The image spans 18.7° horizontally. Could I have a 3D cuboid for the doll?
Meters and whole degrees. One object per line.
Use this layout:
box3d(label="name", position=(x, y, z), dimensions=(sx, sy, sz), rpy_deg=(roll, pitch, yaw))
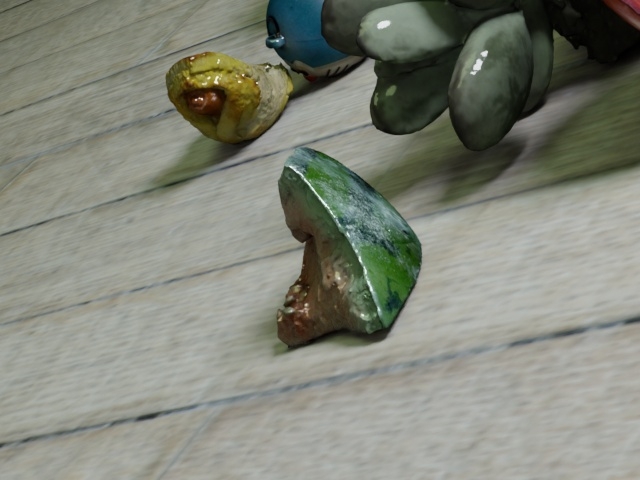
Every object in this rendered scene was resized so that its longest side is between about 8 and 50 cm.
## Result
box3d(label="doll", position=(0.018, -0.178, 1.504), dimensions=(0.152, 0.085, 0.114), rpy_deg=(-29, 27, -31))

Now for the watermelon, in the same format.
box3d(label="watermelon", position=(0.009, -0.006, 1.080), dimensions=(0.080, 0.101, 0.155), rpy_deg=(-32, 5, 32))

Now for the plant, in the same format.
box3d(label="plant", position=(0.130, -0.163, 1.184), dimensions=(0.274, 0.149, 0.146), rpy_deg=(-37, 45, -22))

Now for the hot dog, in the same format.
box3d(label="hot dog", position=(-0.067, -0.103, 1.456), dimensions=(0.078, 0.061, 0.169), rpy_deg=(-14, -3, 20))

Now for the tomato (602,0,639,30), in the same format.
box3d(label="tomato", position=(0.212, -0.155, 1.063), dimensions=(0.189, 0.173, 0.099), rpy_deg=(-22, -20, -18))
